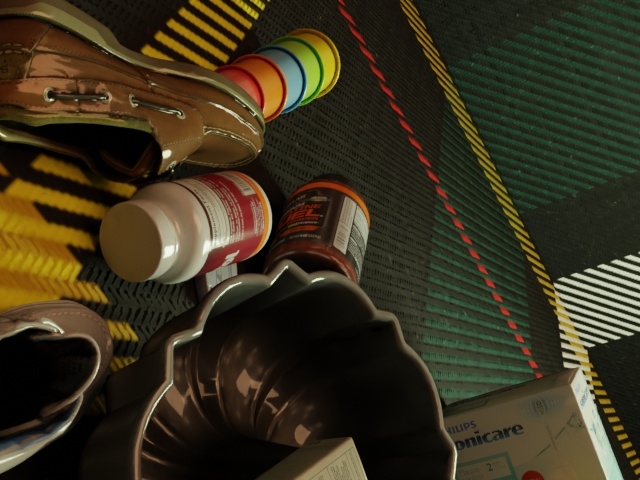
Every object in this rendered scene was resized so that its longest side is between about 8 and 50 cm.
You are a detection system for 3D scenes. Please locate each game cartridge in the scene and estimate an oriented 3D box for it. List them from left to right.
[{"bbox_3d":[-0.101,0.033,0.809,0.056,0.017,0.083,44,32,-51],"label":"game cartridge"}]

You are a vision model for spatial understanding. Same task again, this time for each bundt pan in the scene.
[{"bbox_3d":[-0.037,0.189,0.610,0.331,0.124,0.331,22,59,-42],"label":"bundt pan"}]

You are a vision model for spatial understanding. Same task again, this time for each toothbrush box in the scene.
[{"bbox_3d":[0.315,0.357,1.197,0.126,0.216,0.295,-7,78,-67],"label":"toothbrush box"}]

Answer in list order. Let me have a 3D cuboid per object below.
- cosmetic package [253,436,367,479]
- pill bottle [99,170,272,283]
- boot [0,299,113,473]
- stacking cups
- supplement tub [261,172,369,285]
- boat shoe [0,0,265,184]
[{"bbox_3d":[-0.018,0.171,0.509,0.115,0.041,0.060,-19,91,-51],"label":"cosmetic package"},{"bbox_3d":[-0.114,-0.011,0.718,0.152,0.086,0.086,-20,88,-60],"label":"pill bottle"},{"bbox_3d":[-0.166,0.084,0.476,0.095,0.123,0.258,66,23,-6],"label":"boot"},{"bbox_3d":[-0.065,-0.193,0.990,0.096,0.096,0.316,65,24,-9],"label":"stacking cups"},{"bbox_3d":[0.000,0.000,0.949,0.106,0.106,0.198,58,24,-25],"label":"supplement tub"},{"bbox_3d":[-0.158,-0.094,0.694,0.307,0.110,0.104,15,60,-51],"label":"boat shoe"}]
